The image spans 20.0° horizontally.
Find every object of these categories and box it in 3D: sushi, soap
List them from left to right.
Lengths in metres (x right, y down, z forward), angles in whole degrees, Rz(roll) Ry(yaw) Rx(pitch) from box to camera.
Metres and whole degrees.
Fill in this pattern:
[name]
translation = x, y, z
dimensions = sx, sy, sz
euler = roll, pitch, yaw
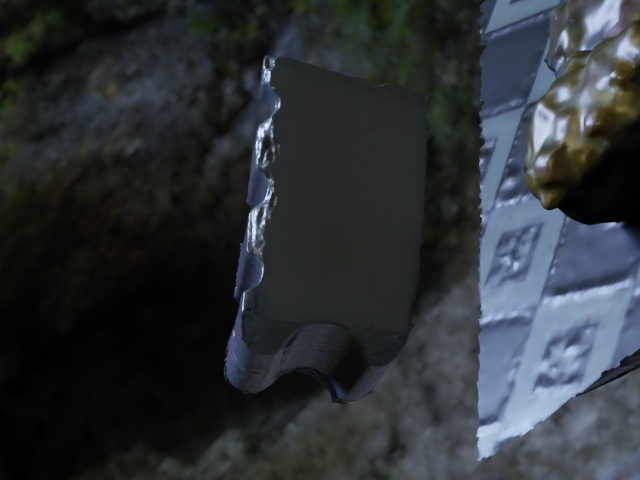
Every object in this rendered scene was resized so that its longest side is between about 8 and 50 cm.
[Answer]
[soap]
translation = 0.000, 0.000, 1.650
dimensions = 0.159, 0.257, 0.302
euler = 4, 166, -7
[sushi]
translation = 0.141, -0.102, 0.745
dimensions = 0.059, 0.292, 0.294
euler = 31, -142, -26

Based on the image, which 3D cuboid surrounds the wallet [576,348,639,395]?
[wallet]
translation = 0.219, 0.039, 1.317
dimensions = 0.055, 0.160, 0.236
euler = 27, 162, -1
